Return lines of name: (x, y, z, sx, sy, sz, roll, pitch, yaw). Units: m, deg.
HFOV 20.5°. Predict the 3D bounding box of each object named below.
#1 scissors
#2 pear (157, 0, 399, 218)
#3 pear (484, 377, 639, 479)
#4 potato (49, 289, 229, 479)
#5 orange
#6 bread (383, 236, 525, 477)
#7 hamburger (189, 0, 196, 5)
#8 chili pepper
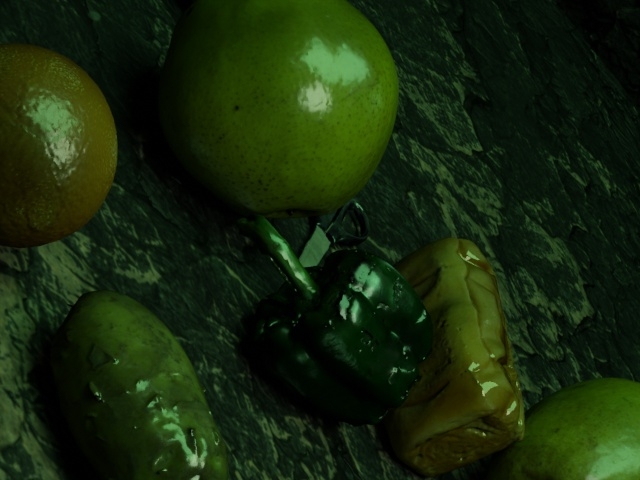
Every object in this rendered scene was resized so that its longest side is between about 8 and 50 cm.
scissors: (0.000, 0.000, 2.221, 0.109, 0.022, 0.300, 45, 27, -9)
pear: (-0.048, -0.163, 2.064, 0.294, 0.294, 0.294, 40, 28, -27)
pear: (0.335, 0.293, 2.157, 0.307, 0.253, 0.253, -9, 66, -57)
potato: (-0.171, 0.152, 1.631, 0.149, 0.113, 0.251, -2, 50, -52)
orange: (-0.283, -0.091, 1.655, 0.206, 0.206, 0.206, 40, 28, -27)
bread: (0.151, 0.134, 2.136, 0.132, 0.167, 0.294, 36, 31, -33)
hamburger: (-0.098, -0.374, 2.373, 0.244, 0.163, 0.244, 34, 39, -33)
chili pepper: (-0.002, 0.084, 1.952, 0.261, 0.174, 0.165, 44, 52, -23)
